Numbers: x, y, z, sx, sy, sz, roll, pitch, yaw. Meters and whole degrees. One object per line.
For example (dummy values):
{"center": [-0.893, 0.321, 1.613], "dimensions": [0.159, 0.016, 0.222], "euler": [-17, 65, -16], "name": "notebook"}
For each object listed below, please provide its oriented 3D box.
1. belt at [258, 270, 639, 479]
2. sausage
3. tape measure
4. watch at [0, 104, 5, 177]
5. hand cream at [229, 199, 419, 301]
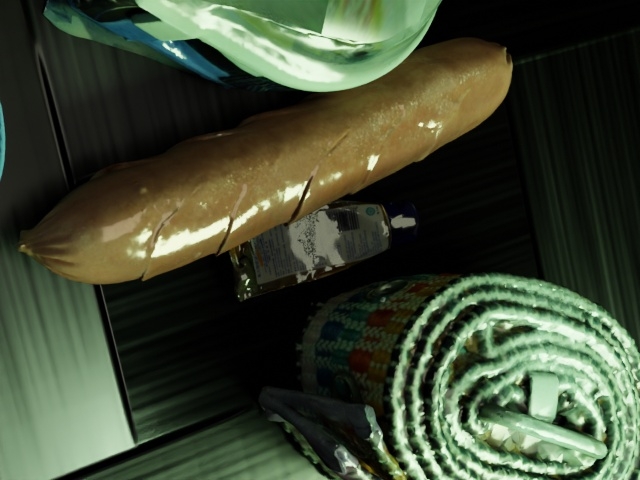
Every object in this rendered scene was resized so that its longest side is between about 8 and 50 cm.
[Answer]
{"center": [0.124, 0.125, 1.080], "dimensions": [0.295, 0.160, 0.206], "euler": [26, 78, -31], "name": "belt"}
{"center": [-0.021, -0.060, 1.027], "dimensions": [0.433, 0.088, 0.087], "euler": [-24, 104, -29], "name": "sausage"}
{"center": [-0.028, -0.229, 0.987], "dimensions": [0.262, 0.138, 0.259], "euler": [24, 80, -31], "name": "tape measure"}
{"center": [-0.315, -0.099, 0.779], "dimensions": [0.274, 0.241, 0.305], "euler": [44, 37, -23], "name": "watch"}
{"center": [0.000, 0.000, 1.074], "dimensions": [0.163, 0.039, 0.062], "euler": [-12, 99, -26], "name": "hand cream"}
